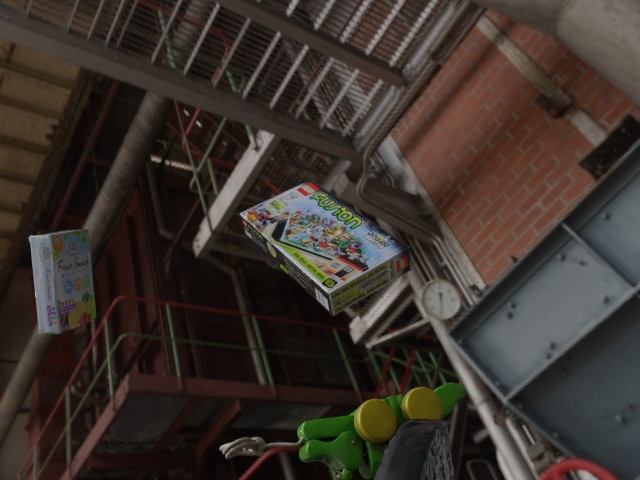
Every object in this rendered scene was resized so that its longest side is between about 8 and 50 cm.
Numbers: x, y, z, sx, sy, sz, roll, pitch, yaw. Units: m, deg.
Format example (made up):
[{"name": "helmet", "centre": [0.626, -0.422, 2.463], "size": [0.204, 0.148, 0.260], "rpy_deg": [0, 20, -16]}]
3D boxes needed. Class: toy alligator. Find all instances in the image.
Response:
[{"name": "toy alligator", "centre": [0.028, 0.144, 0.429], "size": [0.190, 0.051, 0.056], "rpy_deg": [-8, -26, -23]}]

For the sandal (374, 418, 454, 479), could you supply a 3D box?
[{"name": "sandal", "centre": [0.068, 0.253, 0.188], "size": [0.107, 0.446, 0.167], "rpy_deg": [-9, -58, 13]}]

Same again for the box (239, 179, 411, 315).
[{"name": "box", "centre": [0.000, 0.000, 0.748], "size": [0.114, 0.207, 0.036], "rpy_deg": [-28, -50, -22]}]

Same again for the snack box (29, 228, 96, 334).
[{"name": "snack box", "centre": [-0.375, 0.058, 0.905], "size": [0.037, 0.100, 0.141], "rpy_deg": [-2, -84, 8]}]
